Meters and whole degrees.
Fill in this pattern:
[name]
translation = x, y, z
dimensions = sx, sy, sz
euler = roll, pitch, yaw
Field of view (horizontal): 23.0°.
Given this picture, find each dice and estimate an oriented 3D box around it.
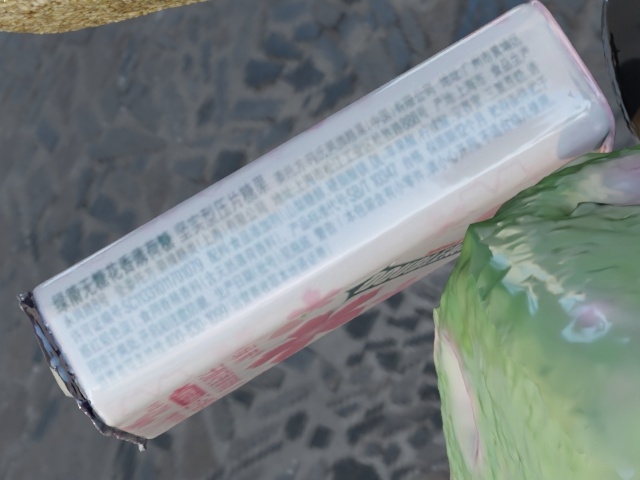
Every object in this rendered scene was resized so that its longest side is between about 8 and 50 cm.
[dice]
translation = 0.243, 0.129, 0.798
dimensions = 0.330, 0.318, 0.322
euler = -117, 17, -66

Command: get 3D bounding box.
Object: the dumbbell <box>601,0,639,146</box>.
[dumbbell]
translation = 0.366, -0.151, 1.028
dimensions = 0.322, 0.204, 0.203
euler = -23, 51, 31

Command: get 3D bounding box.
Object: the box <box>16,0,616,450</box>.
[box]
translation = 0.000, 0.000, 1.002
dimensions = 0.370, 0.190, 0.112
euler = -32, 78, -1

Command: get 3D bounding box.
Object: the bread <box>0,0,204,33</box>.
[bread]
translation = -0.150, -0.210, 1.074
dimensions = 0.234, 0.184, 0.110
euler = -5, 94, 31
